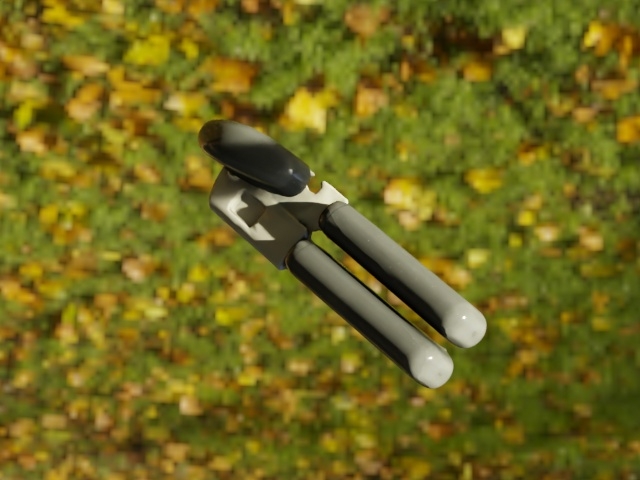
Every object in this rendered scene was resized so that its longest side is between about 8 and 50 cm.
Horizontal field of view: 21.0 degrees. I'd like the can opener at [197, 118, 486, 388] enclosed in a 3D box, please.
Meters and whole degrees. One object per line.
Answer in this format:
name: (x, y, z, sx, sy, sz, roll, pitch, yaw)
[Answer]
can opener: (0.000, 0.000, 1.276, 0.283, 0.076, 0.095, 40, -179, 40)
